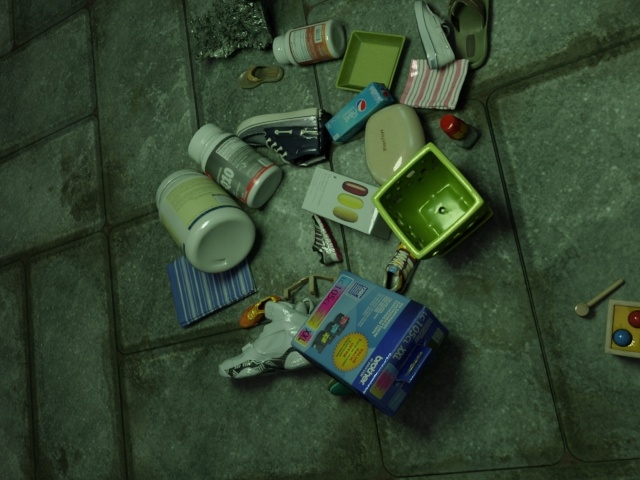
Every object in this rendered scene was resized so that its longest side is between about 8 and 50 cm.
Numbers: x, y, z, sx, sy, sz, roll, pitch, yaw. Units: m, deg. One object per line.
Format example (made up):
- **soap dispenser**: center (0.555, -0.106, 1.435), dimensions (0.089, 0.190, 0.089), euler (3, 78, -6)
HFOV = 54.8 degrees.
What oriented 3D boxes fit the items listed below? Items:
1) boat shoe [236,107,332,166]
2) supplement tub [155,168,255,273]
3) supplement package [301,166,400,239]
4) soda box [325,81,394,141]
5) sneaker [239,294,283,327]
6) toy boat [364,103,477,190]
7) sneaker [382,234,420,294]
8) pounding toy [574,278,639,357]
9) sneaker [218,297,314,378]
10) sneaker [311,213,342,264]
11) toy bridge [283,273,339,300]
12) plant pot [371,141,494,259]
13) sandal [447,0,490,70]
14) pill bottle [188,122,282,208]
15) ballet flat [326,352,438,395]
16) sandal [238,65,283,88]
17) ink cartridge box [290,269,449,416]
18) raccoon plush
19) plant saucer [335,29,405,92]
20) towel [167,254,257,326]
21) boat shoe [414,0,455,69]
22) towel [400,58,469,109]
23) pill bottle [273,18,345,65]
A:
- **boat shoe**: center (-0.126, -0.313, 1.971), dimensions (0.340, 0.127, 0.158), euler (-7, 72, 28)
- **supplement tub**: center (-0.382, -0.070, 2.004), dimensions (0.235, 0.235, 0.325), euler (-55, 49, 12)
- **supplement package**: center (0.094, -0.110, 1.816), dimensions (0.244, 0.134, 0.139), euler (22, 94, 30)
- **soda box**: center (0.115, -0.381, 1.849), dimensions (0.210, 0.071, 0.067), euler (-36, 77, 35)
- **sneaker**: center (-0.201, 0.223, 1.976), dimensions (0.175, 0.067, 0.064), euler (-37, 68, 22)
- **toy boat**: center (0.276, -0.270, 1.747), dimensions (0.318, 0.148, 0.268), euler (-13, 71, 35)
- **sneaker**: center (0.227, 0.069, 1.744), dimensions (0.069, 0.084, 0.186), euler (17, 92, 30)
- **pounding toy**: center (0.704, 0.178, 1.453), dimensions (0.206, 0.094, 0.181), euler (4, 85, 29)
- **sneaker**: center (-0.158, 0.305, 1.905), dimensions (0.365, 0.137, 0.210), euler (-15, 74, 23)
- **sneaker**: center (0.000, 0.000, 1.894), dimensions (0.074, 0.063, 0.170), euler (-29, 75, 17)
- **toy bridge**: center (-0.024, 0.136, 1.897), dimensions (0.188, 0.026, 0.063), euler (-15, 48, 16)
- **plant pot**: center (0.311, -0.090, 1.649), dimensions (0.227, 0.207, 0.228), euler (-43, 65, 18)
- **sandal**: center (0.414, -0.633, 1.734), dimensions (0.120, 0.086, 0.303), euler (-11, 80, 32)
- **pill bottle**: center (-0.279, -0.244, 1.995), dimensions (0.283, 0.161, 0.161), euler (36, 101, 13)
- **ballet flat**: center (0.167, 0.332, 1.736), dimensions (0.348, 0.123, 0.123), euler (-28, 70, 24)
- **sandal**: center (-0.210, -0.564, 2.102), dimensions (0.180, 0.049, 0.072), euler (-2, 82, 29)
- **ink cartridge box**: center (0.141, 0.267, 1.612), dimensions (0.395, 0.151, 0.270), euler (22, 72, 50)
- **raccoon plush**: center (-0.337, -0.769, 1.999), dimensions (0.299, 0.446, 0.216), euler (-11, 59, 8)
- **plant saucer**: center (0.158, -0.538, 1.892), dimensions (0.188, 0.045, 0.188), euler (18, 92, 30)
- **towel**: center (-0.378, 0.129, 2.113), dimensions (0.336, 0.040, 0.243), euler (-26, 69, 22)
- **boat shoe**: center (0.328, -0.594, 1.769), dimensions (0.084, 0.095, 0.258), euler (-14, 62, 11)
- **towel**: center (0.323, -0.451, 1.771), dimensions (0.197, 0.029, 0.144), euler (17, 92, 45)
- **pill bottle**: center (-0.038, -0.626, 1.973), dimensions (0.216, 0.121, 0.121), euler (-2, 82, 30)
